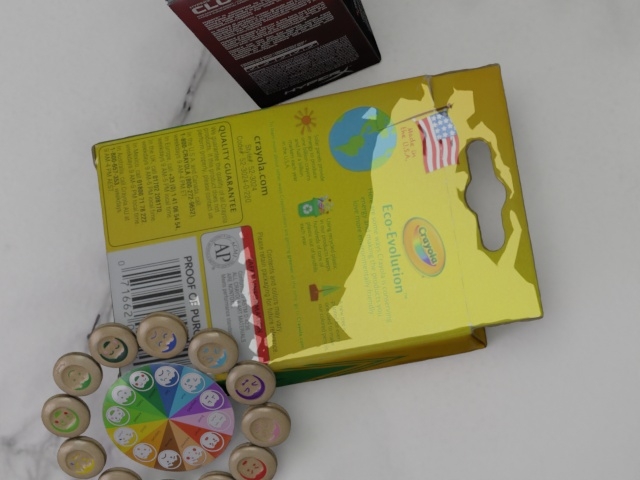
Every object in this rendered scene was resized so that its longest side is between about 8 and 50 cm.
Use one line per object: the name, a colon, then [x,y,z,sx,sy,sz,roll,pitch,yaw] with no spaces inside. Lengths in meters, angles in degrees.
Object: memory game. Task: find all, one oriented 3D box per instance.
memory game: [-0.114,0.134,1.387,0.186,0.012,0.186,2,120,3]

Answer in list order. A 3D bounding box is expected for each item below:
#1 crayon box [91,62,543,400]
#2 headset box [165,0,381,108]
crayon box: [0.000,0.000,1.414,0.318,0.081,0.202,-10,76,11]
headset box: [-0.065,-0.247,1.371,0.110,0.293,0.218,-22,75,7]
